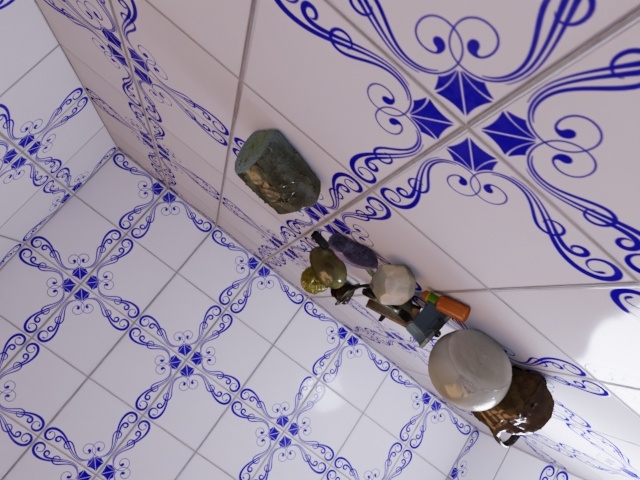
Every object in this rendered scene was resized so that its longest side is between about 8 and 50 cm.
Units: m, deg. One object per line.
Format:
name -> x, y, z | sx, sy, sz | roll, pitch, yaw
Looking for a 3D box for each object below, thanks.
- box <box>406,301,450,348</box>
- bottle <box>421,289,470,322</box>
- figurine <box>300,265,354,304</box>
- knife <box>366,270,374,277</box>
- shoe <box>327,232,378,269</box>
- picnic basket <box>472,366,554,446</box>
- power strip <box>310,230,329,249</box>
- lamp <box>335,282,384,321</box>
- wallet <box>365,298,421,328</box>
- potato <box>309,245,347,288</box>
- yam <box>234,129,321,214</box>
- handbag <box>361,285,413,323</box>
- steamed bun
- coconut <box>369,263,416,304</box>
box -> 0.467, 0.370, 1.866 | 0.130, 0.162, 0.227 | 43, 167, 18
bottle -> 0.475, 0.244, 1.645 | 0.187, 0.069, 0.069 | 28, 162, 35
figurine -> 0.062, 0.256, 2.482 | 0.315, 0.168, 0.187 | 11, 141, 39
knife -> 0.222, 0.139, 1.977 | 0.043, 0.020, 0.293 | 15, 154, 50
shoe -> 0.144, 0.067, 1.814 | 0.245, 0.095, 0.138 | 31, 166, 33
picnic basket -> 0.801, 0.706, 1.811 | 0.337, 0.293, 0.337 | 36, 148, 26
power strip -> 0.000, 0.000, 2.022 | 0.029, 0.038, 0.111 | 13, 153, 52
lamp -> 0.224, 0.313, 2.163 | 0.283, 0.203, 0.125 | 32, 145, 29
wallet -> 0.343, 0.313, 2.031 | 0.243, 0.133, 0.039 | 26, -160, 22
potato -> 0.036, 0.131, 2.123 | 0.178, 0.160, 0.235 | -25, 104, 46
yam -> -0.143, -0.214, 1.457 | 0.271, 0.201, 0.202 | 38, 167, -30
handbag -> 0.288, 0.270, 1.832 | 0.241, 0.109, 0.315 | 32, -168, 11
steamed bun -> 0.581, 0.515, 1.704 | 0.324, 0.324, 0.206 | 33, 132, 13
coconut -> 0.272, 0.167, 1.652 | 0.162, 0.161, 0.161 | 1, 172, -15
